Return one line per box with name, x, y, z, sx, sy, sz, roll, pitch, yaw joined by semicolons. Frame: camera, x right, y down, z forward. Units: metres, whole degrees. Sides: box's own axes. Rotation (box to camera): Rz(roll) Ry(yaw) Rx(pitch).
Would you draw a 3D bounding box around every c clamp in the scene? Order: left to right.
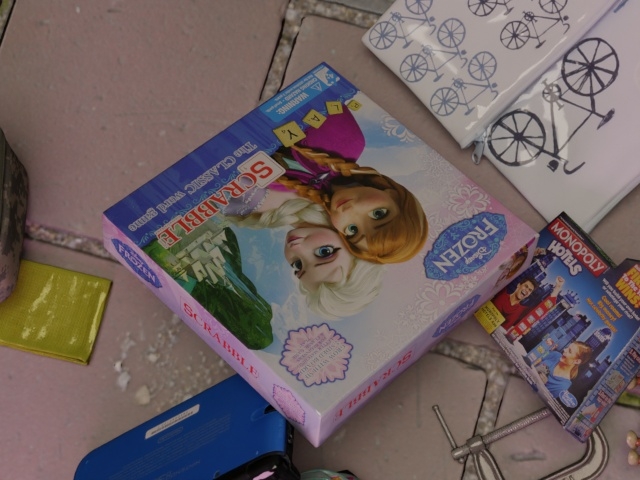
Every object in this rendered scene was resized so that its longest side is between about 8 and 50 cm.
c clamp;0.215;0.212;1.533;0.161;0.022;0.137;-20;78;3

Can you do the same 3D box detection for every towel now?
towel;-0.358;0.065;1.632;0.237;0.021;0.102;13;82;9

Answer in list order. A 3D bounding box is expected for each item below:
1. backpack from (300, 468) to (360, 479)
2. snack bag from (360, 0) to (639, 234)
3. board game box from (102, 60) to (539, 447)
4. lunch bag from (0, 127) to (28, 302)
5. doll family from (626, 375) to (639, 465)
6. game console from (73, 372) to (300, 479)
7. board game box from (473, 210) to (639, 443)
backpack;0.025;0.319;1.490;0.152;0.115;0.182;-32;74;3
snack bag;0.262;-0.207;1.546;0.323;0.037;0.342;-44;80;17
board game box;0.000;0.000;1.488;0.318;0.066;0.319;40;61;21
lunch bag;-0.477;-0.056;1.536;0.305;0.256;0.212;-1;66;8
doll family;0.378;0.150;1.485;0.111;0.076;0.192;-5;84;39
game console;-0.107;0.299;1.479;0.293;0.250;0.173;-29;121;22
board game box;0.279;0.072;1.503;0.194;0.060;0.194;-41;52;7
